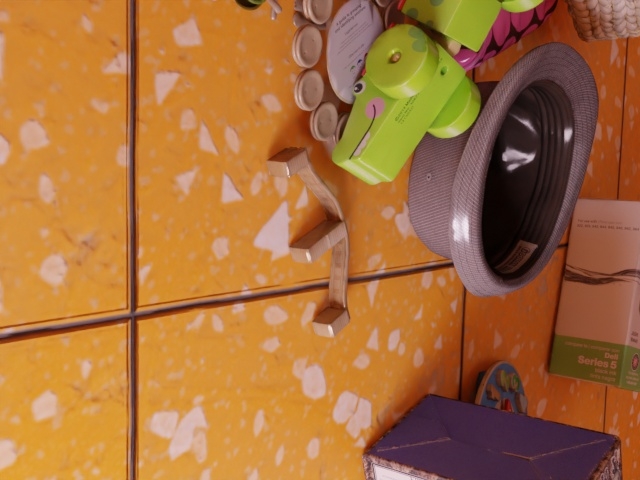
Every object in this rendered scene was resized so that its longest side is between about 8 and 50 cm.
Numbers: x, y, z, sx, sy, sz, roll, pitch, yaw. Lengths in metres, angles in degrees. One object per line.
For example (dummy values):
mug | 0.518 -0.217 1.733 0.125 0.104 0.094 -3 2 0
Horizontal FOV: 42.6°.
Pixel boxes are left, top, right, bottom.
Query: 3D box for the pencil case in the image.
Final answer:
pencil case | 0.188 -0.260 0.910 0.209 0.095 0.098 -41 159 -42

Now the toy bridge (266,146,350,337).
toy bridge | 0.000 0.000 0.766 0.063 0.026 0.188 -39 124 -42

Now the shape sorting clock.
shape sorting clock | 0.234 0.258 1.054 0.206 0.040 0.206 7 81 -54

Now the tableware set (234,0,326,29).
tableware set | -0.031 -0.241 0.699 0.154 0.024 0.104 -1 95 -50

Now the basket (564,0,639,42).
basket | 0.411 -0.426 0.942 0.331 0.266 0.329 -1 88 -67

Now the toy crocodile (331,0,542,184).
toy crocodile | 0.115 -0.207 0.759 0.115 0.105 0.341 19 105 -49

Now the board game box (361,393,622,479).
board game box | 0.195 0.344 0.884 0.141 0.232 0.291 -29 117 -45

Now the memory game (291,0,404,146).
memory game | 0.030 -0.177 0.770 0.186 0.012 0.186 -26 123 -49

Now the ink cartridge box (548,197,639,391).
ink cartridge box | 0.458 0.088 1.259 0.198 0.114 0.273 18 81 -50

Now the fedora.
fedora | 0.186 -0.080 0.900 0.243 0.124 0.276 13 94 -49
